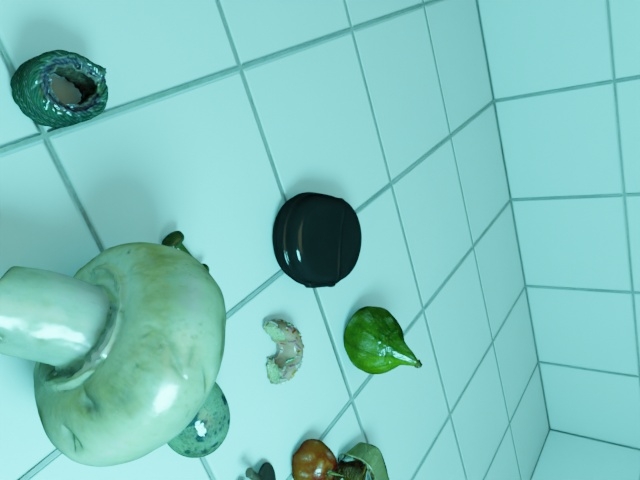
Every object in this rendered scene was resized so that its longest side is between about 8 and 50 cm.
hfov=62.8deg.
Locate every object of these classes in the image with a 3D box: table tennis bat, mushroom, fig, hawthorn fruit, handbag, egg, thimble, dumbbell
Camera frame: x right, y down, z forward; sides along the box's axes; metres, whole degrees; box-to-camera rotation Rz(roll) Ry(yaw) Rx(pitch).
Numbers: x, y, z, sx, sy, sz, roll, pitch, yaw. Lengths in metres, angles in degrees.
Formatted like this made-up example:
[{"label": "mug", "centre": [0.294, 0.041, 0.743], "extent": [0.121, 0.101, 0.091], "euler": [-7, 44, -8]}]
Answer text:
[{"label": "table tennis bat", "centre": [-0.092, 0.576, 1.245], "extent": [0.170, 0.118, 0.108], "euler": [65, 23, -47]}, {"label": "mushroom", "centre": [-0.336, 0.159, 0.854], "extent": [0.325, 0.352, 0.354], "euler": [-110, -171, -76]}, {"label": "fig", "centre": [0.195, 0.298, 1.534], "extent": [0.203, 0.235, 0.203], "euler": [-6, 98, -47]}, {"label": "hawthorn fruit", "centre": [-0.016, 0.591, 1.373], "extent": [0.125, 0.140, 0.125], "euler": [-2, 98, -17]}, {"label": "handbag", "centre": [0.001, 0.000, 1.403], "extent": [0.307, 0.093, 0.254], "euler": [4, 87, -50]}, {"label": "egg", "centre": [-0.258, 0.347, 1.063], "extent": [0.141, 0.141, 0.182], "euler": [-19, 96, -49]}, {"label": "thimble", "centre": [-0.432, -0.251, 0.879], "extent": [0.135, 0.090, 0.119], "euler": [-8, 99, -52]}, {"label": "dumbbell", "centre": [-0.282, 0.035, 1.098], "extent": [0.052, 0.046, 0.118], "euler": [-52, 128, -29]}]

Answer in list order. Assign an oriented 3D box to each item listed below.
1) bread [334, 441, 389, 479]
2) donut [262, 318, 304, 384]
[{"label": "bread", "centre": [0.117, 0.720, 1.514], "extent": [0.212, 0.142, 0.225], "euler": [-41, 122, -46]}, {"label": "donut", "centre": [-0.086, 0.275, 1.324], "extent": [0.117, 0.065, 0.166], "euler": [-11, 101, -49]}]
